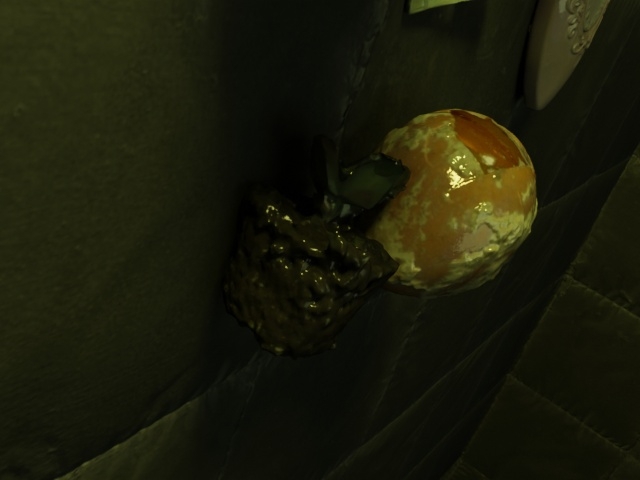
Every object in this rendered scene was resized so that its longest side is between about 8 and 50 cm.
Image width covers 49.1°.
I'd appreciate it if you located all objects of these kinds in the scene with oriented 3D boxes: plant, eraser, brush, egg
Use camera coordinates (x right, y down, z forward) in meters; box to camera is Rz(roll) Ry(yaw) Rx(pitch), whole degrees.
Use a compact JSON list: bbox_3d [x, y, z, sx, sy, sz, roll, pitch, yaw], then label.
[{"bbox_3d":[0.000,0.000,0.637,0.142,0.131,0.203,-9,126,-55],"label":"plant"},{"bbox_3d":[0.360,-0.300,1.015,0.204,0.059,0.243,-30,141,-44],"label":"eraser"},{"bbox_3d":[0.146,-0.262,0.714,0.178,0.030,0.033,-23,148,-34],"label":"brush"},{"bbox_3d":[0.128,-0.038,0.756,0.233,0.195,0.195,-32,147,-28],"label":"egg"}]
